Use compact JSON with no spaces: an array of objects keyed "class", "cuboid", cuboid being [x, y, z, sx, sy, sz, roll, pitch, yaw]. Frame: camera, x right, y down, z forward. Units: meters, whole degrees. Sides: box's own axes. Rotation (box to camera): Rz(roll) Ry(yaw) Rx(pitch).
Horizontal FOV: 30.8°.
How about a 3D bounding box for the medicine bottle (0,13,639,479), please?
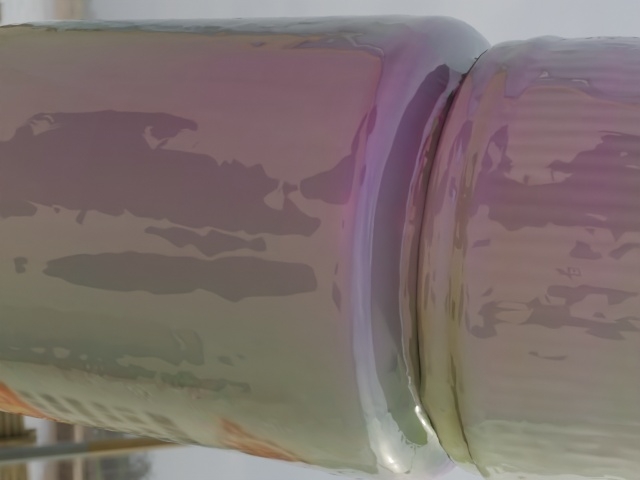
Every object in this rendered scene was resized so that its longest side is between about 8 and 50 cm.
[{"class":"medicine bottle","cuboid":[0.000,0.000,0.559,0.219,0.388,0.219,-13,105,-62]}]
